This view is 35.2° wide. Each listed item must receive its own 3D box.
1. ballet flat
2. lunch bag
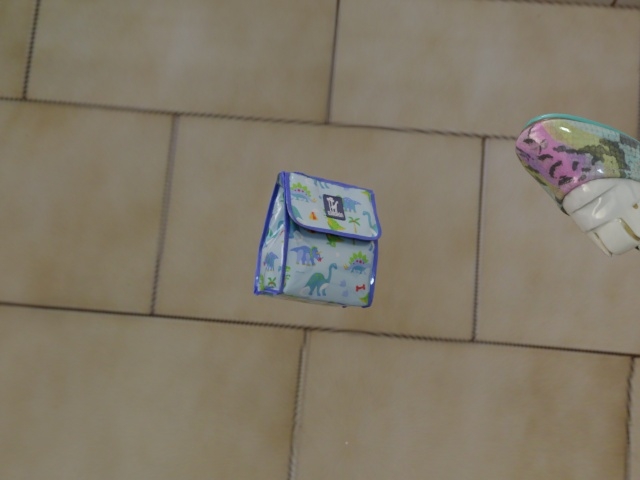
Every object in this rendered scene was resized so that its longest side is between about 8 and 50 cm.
[{"bbox_3d":[0.230,-0.016,0.716,0.222,0.077,0.079,24,57,-29],"label":"ballet flat"},{"bbox_3d":[0.000,0.000,1.208,0.129,0.096,0.151,11,80,-27],"label":"lunch bag"}]
